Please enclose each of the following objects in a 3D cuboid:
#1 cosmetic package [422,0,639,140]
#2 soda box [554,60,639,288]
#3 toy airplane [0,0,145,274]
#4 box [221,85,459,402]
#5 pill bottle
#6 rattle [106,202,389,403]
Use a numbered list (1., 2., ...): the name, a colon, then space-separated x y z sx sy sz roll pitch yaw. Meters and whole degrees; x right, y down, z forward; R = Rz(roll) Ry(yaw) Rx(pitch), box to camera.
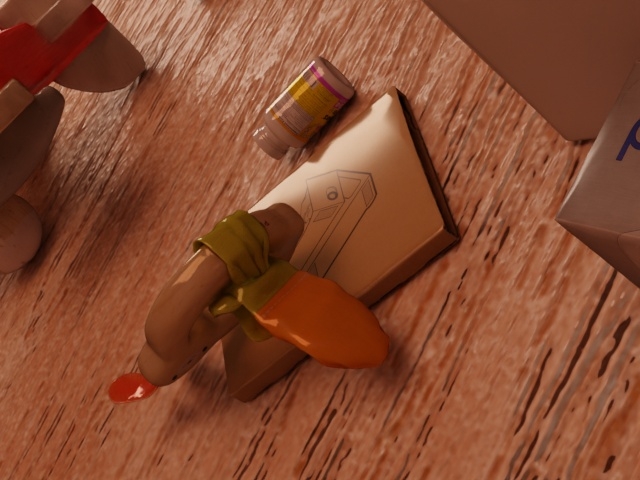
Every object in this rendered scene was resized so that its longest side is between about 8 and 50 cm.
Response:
1. cosmetic package: 0.283 -0.200 0.508 0.453 0.161 0.230 -3 59 49
2. soda box: 0.242 -0.005 0.459 0.286 0.091 0.098 19 78 54
3. toy airplane: -0.347 -0.103 1.134 0.384 0.272 0.386 -19 12 27
4. box: 0.000 0.000 0.803 0.201 0.021 0.164 -40 38 22
5. pill bottle: -0.015 -0.103 0.883 0.083 0.043 0.043 -44 37 16
6. rattle: -0.053 0.081 0.757 0.199 0.143 0.130 -56 0 27
